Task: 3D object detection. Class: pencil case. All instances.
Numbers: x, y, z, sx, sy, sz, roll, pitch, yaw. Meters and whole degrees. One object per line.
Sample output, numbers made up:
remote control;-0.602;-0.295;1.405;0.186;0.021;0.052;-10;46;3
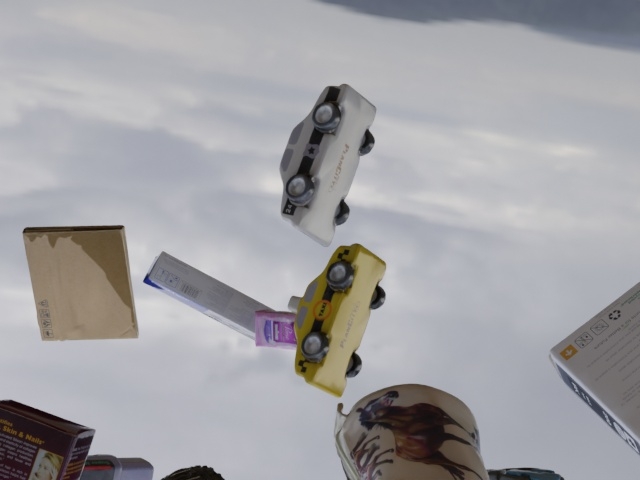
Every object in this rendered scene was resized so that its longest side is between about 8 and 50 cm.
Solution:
pencil case;0.112;0.346;1.672;0.184;0.160;0.410;9;-137;-17

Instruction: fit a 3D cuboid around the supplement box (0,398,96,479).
supplement box;-0.318;0.270;1.625;0.104;0.188;0.081;19;179;8

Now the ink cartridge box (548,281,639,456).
ink cartridge box;0.307;0.084;1.180;0.206;0.045;0.208;-37;-147;-3

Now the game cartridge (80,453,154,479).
game cartridge;-0.410;0.409;2.169;0.355;0.230;0.068;4;-163;-34

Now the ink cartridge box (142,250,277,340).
ink cartridge box;-0.142;0.084;2.170;0.207;0.046;0.097;28;171;-7

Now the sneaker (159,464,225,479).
sneaker;-0.133;0.380;1.885;0.100;0.108;0.271;-19;-137;-13

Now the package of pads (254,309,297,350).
package of pads;-0.050;0.120;2.090;0.083;0.050;0.032;2;-172;37

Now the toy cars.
toy cars;0.000;0.000;1.922;0.087;0.393;0.176;12;-152;34

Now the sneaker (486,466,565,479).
sneaker;0.184;0.368;2.143;0.125;0.139;0.341;5;178;-37

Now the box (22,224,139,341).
box;-0.382;0.070;2.509;0.165;0.201;0.021;-2;-154;6
